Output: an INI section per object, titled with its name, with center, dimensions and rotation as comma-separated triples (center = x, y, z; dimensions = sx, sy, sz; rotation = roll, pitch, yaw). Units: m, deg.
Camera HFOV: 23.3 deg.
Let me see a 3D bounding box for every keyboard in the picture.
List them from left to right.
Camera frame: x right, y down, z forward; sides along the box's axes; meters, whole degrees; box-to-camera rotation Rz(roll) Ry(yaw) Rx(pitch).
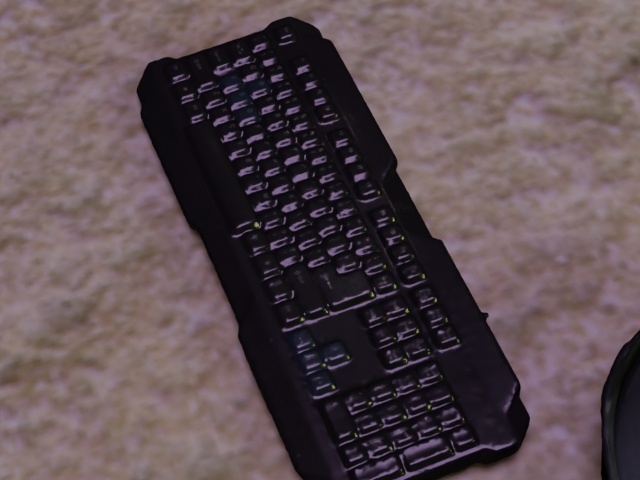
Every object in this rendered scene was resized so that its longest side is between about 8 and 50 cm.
[keyboard]
center = 0.000, 0.000, 0.708
dimensions = 0.106, 0.016, 0.262
rotation = -19, 57, -11

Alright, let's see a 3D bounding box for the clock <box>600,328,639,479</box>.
[clock]
center = 0.203, 0.093, 0.625
dimensions = 0.184, 0.040, 0.184
rotation = 0, 56, 1
